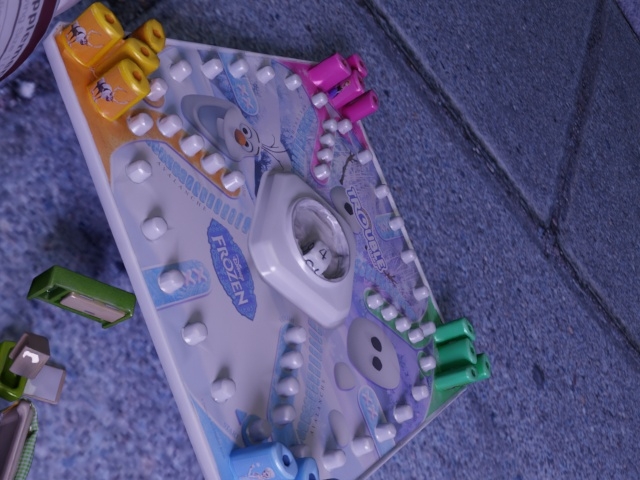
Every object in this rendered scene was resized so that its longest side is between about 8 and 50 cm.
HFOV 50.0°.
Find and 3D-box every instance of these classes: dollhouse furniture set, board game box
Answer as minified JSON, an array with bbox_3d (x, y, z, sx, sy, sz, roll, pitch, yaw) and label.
[{"bbox_3d":[-0.162,0.095,0.411,0.059,0.076,0.151,30,51,-35],"label":"dollhouse furniture set"},{"bbox_3d":[0.000,0.000,0.597,0.390,0.050,0.389,-14,81,-57],"label":"board game box"}]

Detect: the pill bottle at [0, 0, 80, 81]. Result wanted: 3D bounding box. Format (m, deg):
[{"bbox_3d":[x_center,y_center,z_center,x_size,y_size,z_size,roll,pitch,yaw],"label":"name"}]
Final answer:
[{"bbox_3d":[-0.246,-0.137,0.280,0.224,0.224,0.392,47,28,-18],"label":"pill bottle"}]
